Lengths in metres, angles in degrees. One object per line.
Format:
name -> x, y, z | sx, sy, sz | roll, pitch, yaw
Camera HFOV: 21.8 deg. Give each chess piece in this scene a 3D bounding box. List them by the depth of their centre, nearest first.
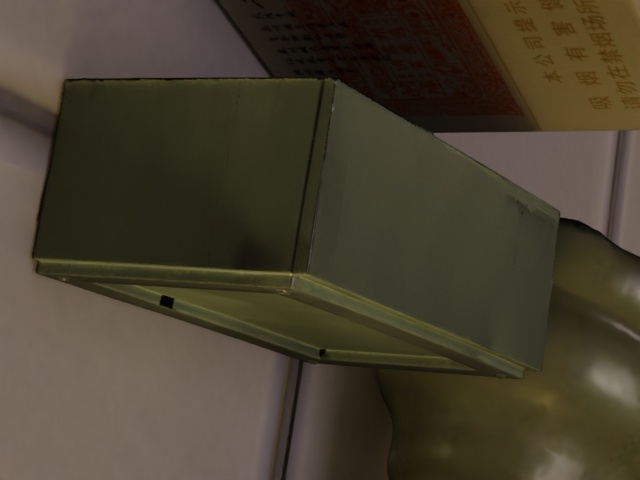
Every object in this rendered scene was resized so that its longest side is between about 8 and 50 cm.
chess piece -> 0.075, 0.168, 0.839 | 0.182, 0.182, 0.330 | 51, 55, -48

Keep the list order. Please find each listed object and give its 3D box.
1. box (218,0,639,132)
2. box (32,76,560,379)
box -> 0.062, -0.109, 0.755 | 0.141, 0.201, 0.058 | 52, 49, -49
box -> 0.000, 0.000, 0.725 | 0.225, 0.129, 0.086 | 24, 72, -57
